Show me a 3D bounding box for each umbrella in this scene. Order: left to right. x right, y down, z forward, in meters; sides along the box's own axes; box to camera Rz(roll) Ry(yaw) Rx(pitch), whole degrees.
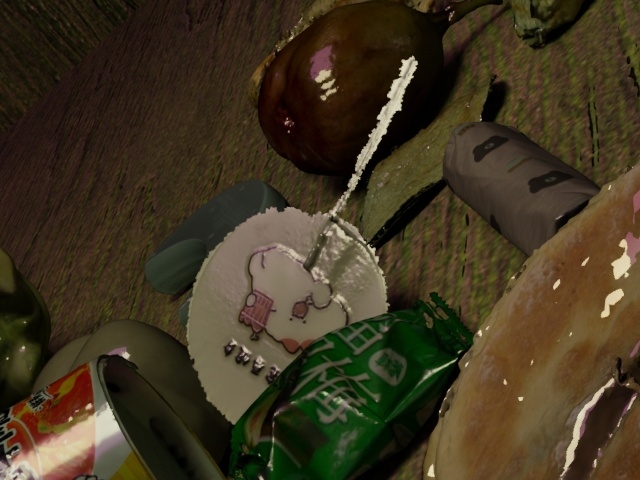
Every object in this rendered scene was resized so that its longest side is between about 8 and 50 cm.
[{"bbox_3d":[0.159,-0.027,1.211,0.073,0.067,0.337,-5,16,-9],"label":"umbrella"}]

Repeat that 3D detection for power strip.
[{"bbox_3d":[-0.101,0.010,1.743,0.167,0.054,0.253,-44,18,-1],"label":"power strip"}]

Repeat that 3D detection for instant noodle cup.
[{"bbox_3d":[-0.168,0.218,1.170,0.200,0.264,0.264,-35,19,4],"label":"instant noodle cup"}]

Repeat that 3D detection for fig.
[{"bbox_3d":[0.066,-0.177,1.660,0.274,0.145,0.170,-37,17,-15],"label":"fig"}]

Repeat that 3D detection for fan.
[{"bbox_3d":[0.000,0.000,1.349,0.191,0.009,0.329,30,94,34],"label":"fan"}]

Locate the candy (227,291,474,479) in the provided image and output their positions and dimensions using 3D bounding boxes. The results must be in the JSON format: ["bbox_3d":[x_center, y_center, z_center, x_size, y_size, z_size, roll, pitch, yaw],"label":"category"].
[{"bbox_3d":[0.022,0.116,1.211,0.203,0.078,0.141,-35,29,-3],"label":"candy"}]

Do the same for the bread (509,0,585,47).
[{"bbox_3d":[0.221,-0.264,1.551,0.110,0.156,0.103,-16,22,-11],"label":"bread"}]

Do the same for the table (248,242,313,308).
[{"bbox_3d":[-0.006,0.043,1.409,0.079,0.083,0.062,-42,19,15],"label":"table"}]

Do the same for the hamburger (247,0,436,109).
[{"bbox_3d":[0.018,-0.186,1.813,0.262,0.124,0.131,-51,-3,-27],"label":"hamburger"}]

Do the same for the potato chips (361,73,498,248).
[{"bbox_3d":[0.091,-0.071,1.535,0.142,0.026,0.209,-17,36,51],"label":"potato chips"}]

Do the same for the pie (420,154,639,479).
[{"bbox_3d":[0.165,0.073,0.920,0.337,0.075,0.337,-52,17,24],"label":"pie"}]

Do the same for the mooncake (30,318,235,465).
[{"bbox_3d":[-0.195,0.192,1.444,0.275,0.135,0.275,-43,21,21],"label":"mooncake"}]

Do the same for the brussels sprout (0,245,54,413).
[{"bbox_3d":[-0.520,0.152,1.897,0.425,0.342,0.361,-39,23,-15],"label":"brussels sprout"}]
